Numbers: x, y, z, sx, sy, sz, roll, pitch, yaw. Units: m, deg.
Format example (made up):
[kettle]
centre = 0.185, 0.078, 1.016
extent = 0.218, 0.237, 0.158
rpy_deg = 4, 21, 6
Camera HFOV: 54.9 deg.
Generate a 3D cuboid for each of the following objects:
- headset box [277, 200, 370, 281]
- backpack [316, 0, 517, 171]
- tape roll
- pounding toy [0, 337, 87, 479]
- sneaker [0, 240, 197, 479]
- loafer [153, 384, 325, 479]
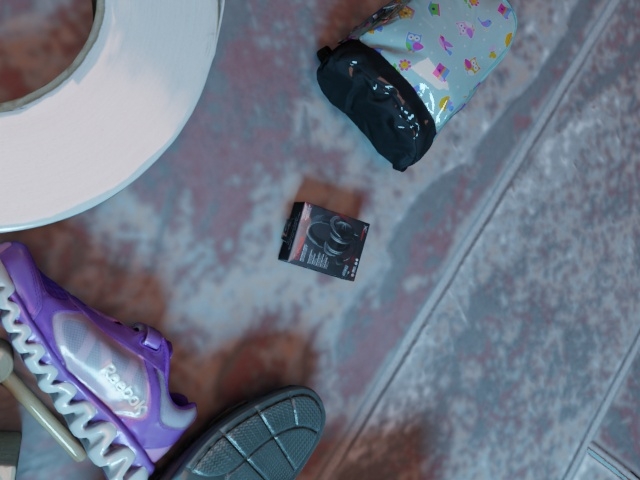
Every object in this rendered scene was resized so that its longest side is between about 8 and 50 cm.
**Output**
[headset box]
centre = 0.000, 0.000, 0.615
extent = 0.083, 0.032, 0.062
rpy_deg = 19, 84, -23
[backpack]
centre = 0.105, -0.179, 0.611
extent = 0.182, 0.115, 0.152
rpy_deg = -46, 105, -18
[tape roll]
centre = -0.274, -0.195, 0.475
extent = 0.392, 0.072, 0.391
rpy_deg = 0, 91, -23
[pounding toy]
centre = -0.274, 0.183, 0.471
extent = 0.181, 0.094, 0.205
rpy_deg = 9, 88, -23
[sneaker]
centre = -0.184, 0.095, 0.514
extent = 0.105, 0.095, 0.236
rpy_deg = -35, 110, -23
[loafer]
centre = -0.113, 0.220, 0.548
extent = 0.267, 0.084, 0.096
rpy_deg = -40, 114, -27
